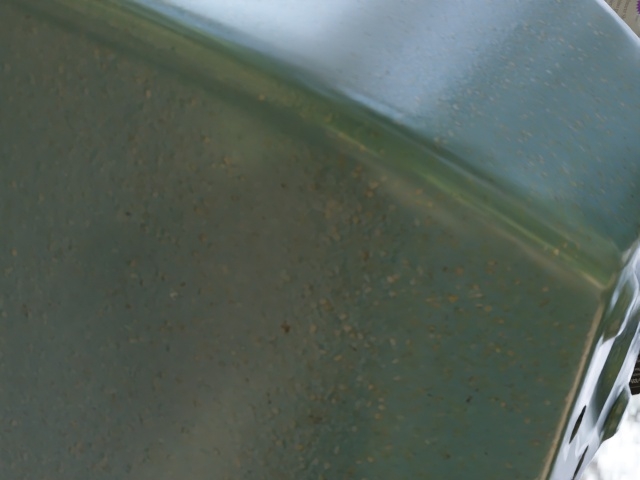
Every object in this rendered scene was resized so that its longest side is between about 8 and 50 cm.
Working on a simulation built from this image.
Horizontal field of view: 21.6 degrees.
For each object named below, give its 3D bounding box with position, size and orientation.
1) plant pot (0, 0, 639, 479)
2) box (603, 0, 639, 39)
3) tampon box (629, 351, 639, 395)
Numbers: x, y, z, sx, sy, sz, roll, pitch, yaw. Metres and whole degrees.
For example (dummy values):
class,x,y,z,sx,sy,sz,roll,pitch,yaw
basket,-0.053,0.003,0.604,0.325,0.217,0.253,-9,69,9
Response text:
class,x,y,z,sx,sy,sz,roll,pitch,yaw
plant pot,0.000,0.000,0.641,0.252,0.247,0.248,23,-59,17
box,0.261,-0.078,1.198,0.063,0.067,0.324,10,-24,28
tampon box,0.207,0.001,0.926,0.120,0.161,0.101,-17,-75,52
